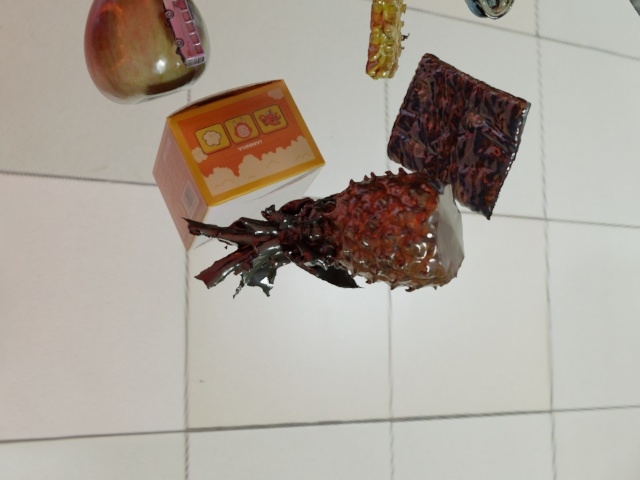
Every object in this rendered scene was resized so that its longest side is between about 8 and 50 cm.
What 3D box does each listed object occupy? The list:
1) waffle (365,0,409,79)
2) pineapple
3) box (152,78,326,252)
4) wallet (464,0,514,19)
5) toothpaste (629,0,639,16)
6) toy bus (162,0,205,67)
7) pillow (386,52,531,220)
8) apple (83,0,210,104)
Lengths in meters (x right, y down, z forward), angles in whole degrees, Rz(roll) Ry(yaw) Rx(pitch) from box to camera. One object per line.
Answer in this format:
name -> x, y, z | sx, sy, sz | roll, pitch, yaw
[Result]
waffle -> 0.141, -0.461, 1.721 | 0.069, 0.260, 0.293 | 7, 109, 10
pineapple -> 0.002, -0.001, 1.137 | 0.165, 0.364, 0.166 | 20, 67, -59
box -> -0.177, -0.149, 1.758 | 0.259, 0.283, 0.214 | -24, 81, -23
wallet -> 0.172, -0.420, 1.122 | 0.075, 0.250, 0.176 | -22, 137, 6
toothpaste -> 0.302, -0.197, 0.692 | 0.313, 0.089, 0.071 | 45, 43, -24
toy bus -> -0.250, -0.383, 1.597 | 0.052, 0.037, 0.131 | -18, 77, -12
pillow -> 0.205, -0.166, 1.343 | 0.034, 0.255, 0.189 | -1, 118, -38
apple -> -0.350, -0.397, 1.737 | 0.256, 0.257, 0.234 | -26, 103, -29
